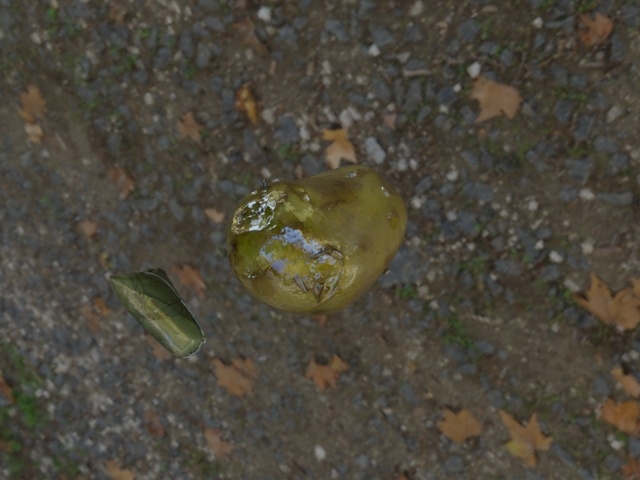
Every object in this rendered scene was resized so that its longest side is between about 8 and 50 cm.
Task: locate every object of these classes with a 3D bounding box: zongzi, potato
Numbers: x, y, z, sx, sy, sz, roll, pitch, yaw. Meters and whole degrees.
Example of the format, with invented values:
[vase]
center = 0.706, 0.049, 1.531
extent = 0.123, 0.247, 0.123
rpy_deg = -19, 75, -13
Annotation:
[zongzi]
center = -0.171, 0.077, 1.003
extent = 0.104, 0.052, 0.113
rpy_deg = 51, -176, 8
[potato]
center = 0.000, 0.000, 0.848
extent = 0.137, 0.176, 0.137
rpy_deg = 30, 129, 46
